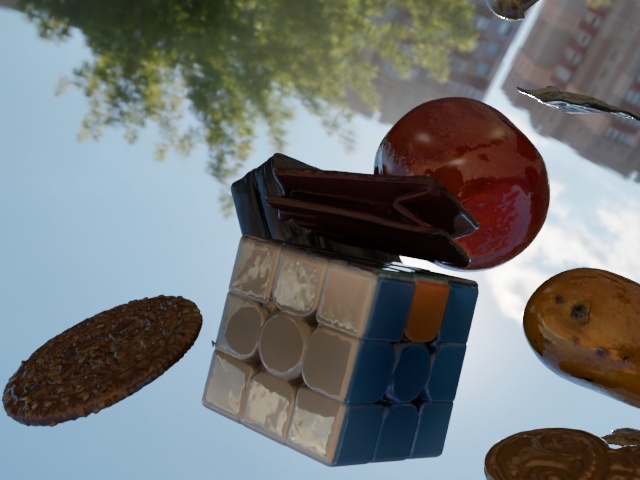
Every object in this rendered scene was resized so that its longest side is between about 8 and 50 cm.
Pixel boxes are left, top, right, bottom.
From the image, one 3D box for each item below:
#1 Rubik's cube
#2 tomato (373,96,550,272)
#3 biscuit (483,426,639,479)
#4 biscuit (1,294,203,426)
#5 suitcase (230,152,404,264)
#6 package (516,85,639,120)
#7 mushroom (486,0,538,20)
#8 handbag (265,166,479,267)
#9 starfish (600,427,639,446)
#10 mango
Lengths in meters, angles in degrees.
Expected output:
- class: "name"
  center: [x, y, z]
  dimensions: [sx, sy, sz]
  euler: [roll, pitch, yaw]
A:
- class: "Rubik's cube"
  center: [0.035, 0.167, 1.651]
  dimensions: [0.291, 0.292, 0.290]
  euler: [14, -176, 41]
- class: "tomato"
  center: [0.260, -0.102, 1.946]
  dimensions: [0.325, 0.290, 0.293]
  euler: [64, 175, -29]
- class: "biscuit"
  center: [0.365, 0.318, 1.410]
  dimensions: [0.288, 0.044, 0.202]
  euler: [7, -158, 26]
- class: "biscuit"
  center: [-0.306, 0.158, 1.467]
  dimensions: [0.305, 0.038, 0.305]
  euler: [-20, -159, 8]
- class: "suitcase"
  center: [0.000, 0.000, 2.082]
  dimensions: [0.345, 0.188, 0.339]
  euler: [16, -133, -46]
- class: "package"
  center: [0.475, -0.246, 1.910]
  dimensions: [0.166, 0.040, 0.232]
  euler: [5, -165, -29]
- class: "mushroom"
  center: [0.359, -0.401, 1.595]
  dimensions: [0.223, 0.092, 0.081]
  euler: [-17, -146, 5]
- class: "handbag"
  center: [0.085, -0.037, 1.594]
  dimensions: [0.275, 0.084, 0.260]
  euler: [8, 171, 23]
- class: "starfish"
  center: [0.685, 0.423, 2.119]
  dimensions: [0.240, 0.043, 0.227]
  euler: [1, -165, -13]
- class: "mango"
  center: [0.418, 0.145, 1.449]
  dimensions: [0.290, 0.191, 0.160]
  euler: [34, -115, -20]
